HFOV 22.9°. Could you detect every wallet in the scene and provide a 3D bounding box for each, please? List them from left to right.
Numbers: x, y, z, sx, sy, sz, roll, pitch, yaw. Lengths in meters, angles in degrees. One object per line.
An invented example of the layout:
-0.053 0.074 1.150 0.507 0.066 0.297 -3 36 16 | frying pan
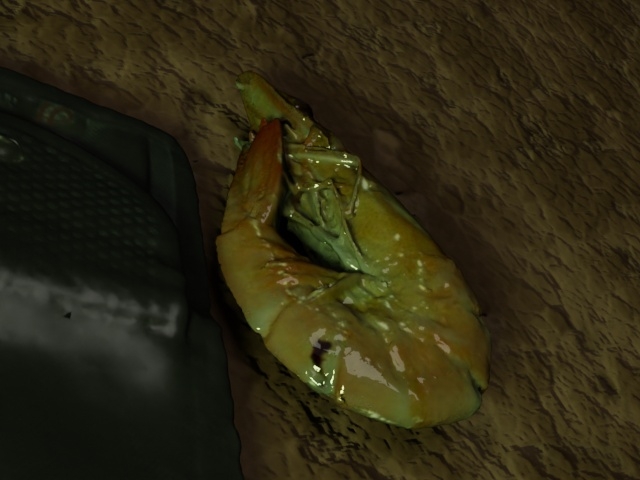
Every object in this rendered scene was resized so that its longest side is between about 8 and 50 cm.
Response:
-0.153 0.021 0.750 0.247 0.041 0.323 17 42 -23 | wallet

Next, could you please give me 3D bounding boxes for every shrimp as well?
0.000 -0.001 0.889 0.145 0.061 0.267 -3 52 -30 | shrimp
